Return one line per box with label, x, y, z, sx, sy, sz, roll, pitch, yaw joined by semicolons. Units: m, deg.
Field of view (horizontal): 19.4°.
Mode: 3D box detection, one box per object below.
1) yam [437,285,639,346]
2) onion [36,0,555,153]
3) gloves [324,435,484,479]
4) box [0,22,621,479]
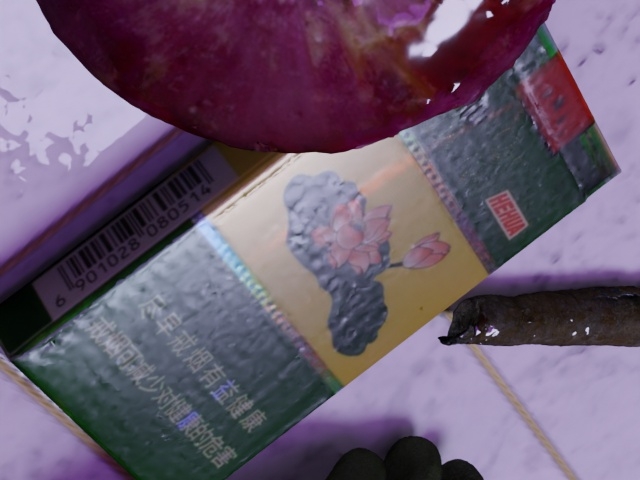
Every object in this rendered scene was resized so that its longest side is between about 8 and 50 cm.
yam;0.109;0.034;0.834;0.129;0.027;0.033;2;155;-36
onion;-0.008;-0.112;0.551;0.177;0.153;0.177;-2;97;-18
gloves;-0.033;0.164;0.803;0.268;0.107;0.135;-14;162;-26
box;0.000;0.000;0.732;0.235;0.034;0.132;-38;136;0
